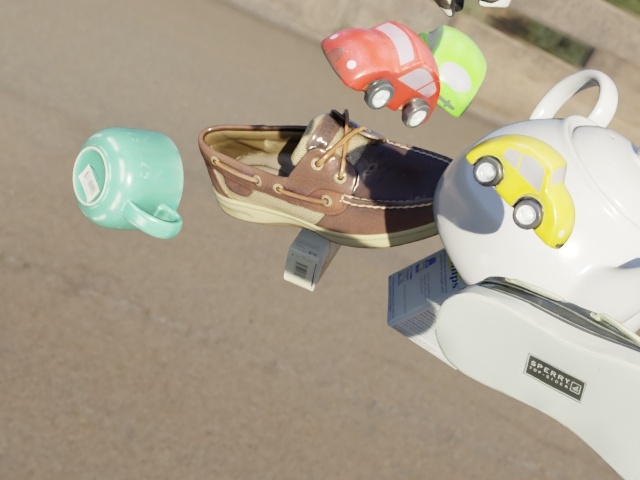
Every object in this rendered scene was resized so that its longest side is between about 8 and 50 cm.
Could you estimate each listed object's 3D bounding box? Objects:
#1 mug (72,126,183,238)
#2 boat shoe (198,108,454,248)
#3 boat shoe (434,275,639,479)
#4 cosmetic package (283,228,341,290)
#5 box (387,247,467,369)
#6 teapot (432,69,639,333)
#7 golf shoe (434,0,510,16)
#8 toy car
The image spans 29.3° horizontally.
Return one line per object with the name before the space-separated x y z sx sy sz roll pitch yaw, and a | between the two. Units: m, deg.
mug | -0.240 -0.075 1.525 0.097 0.130 0.157 2 6 -44
boat shoe | 0.009 -0.082 1.375 0.342 0.123 0.123 10 52 32
boat shoe | 0.178 0.083 0.750 0.219 0.078 0.070 32 34 24
cosmetic package | 0.000 0.000 1.497 0.041 0.060 0.115 23 48 12
box | 0.166 0.071 1.398 0.126 0.137 0.072 34 43 -34
teapot | 0.242 -0.028 1.143 0.256 0.187 0.252 53 28 13
golf shoe | 0.170 -0.258 1.080 0.077 0.198 0.094 -36 107 -41
toy car | 0.103 -0.117 0.938 0.239 0.053 0.225 37 22 -19
